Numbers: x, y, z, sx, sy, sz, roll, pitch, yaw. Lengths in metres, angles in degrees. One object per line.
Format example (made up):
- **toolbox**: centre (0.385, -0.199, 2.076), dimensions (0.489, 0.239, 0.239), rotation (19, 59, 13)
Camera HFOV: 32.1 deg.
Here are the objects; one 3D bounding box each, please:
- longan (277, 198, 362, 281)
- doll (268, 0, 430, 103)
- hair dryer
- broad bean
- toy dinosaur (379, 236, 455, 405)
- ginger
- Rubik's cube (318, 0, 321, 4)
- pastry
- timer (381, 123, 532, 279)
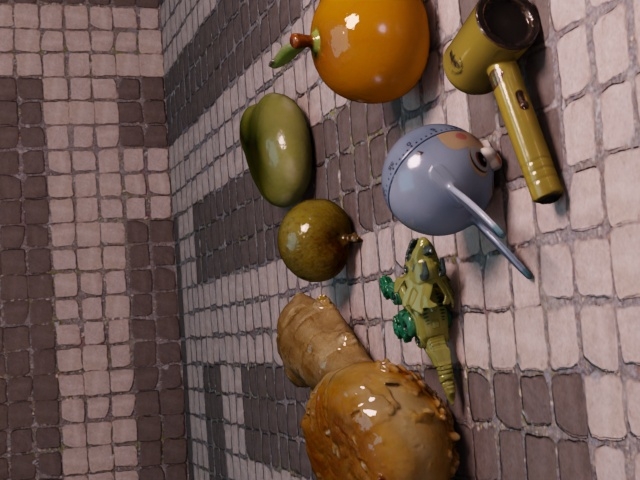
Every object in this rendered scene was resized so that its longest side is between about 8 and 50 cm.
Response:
- **longan**: centre (0.000, 0.000, 2.114), dimensions (0.176, 0.145, 0.155), rotation (6, 123, 33)
- **doll**: centre (0.051, -0.310, 1.745), dimensions (0.213, 0.236, 0.213), rotation (171, 90, -73)
- **hair dryer**: centre (0.245, -0.171, 1.438), dimensions (0.135, 0.090, 0.279), rotation (126, 132, -61)
- **broad bean**: centre (-0.095, -0.201, 2.388), dimensions (0.291, 0.119, 0.238), rotation (-118, 32, -51)
- **toy dinosaur**: centre (0.164, 0.124, 1.713), dimensions (0.153, 0.094, 0.259), rotation (170, 89, -75)
- **ginger**: centre (0.012, 0.254, 2.061), dimensions (0.375, 0.166, 0.236), rotation (-113, 42, -61)
- **Rubik's cube**: centre (0.049, -0.413, 1.963), dimensions (0.093, 0.111, 0.111), rotation (65, 175, -32)
- **pastry**: centre (0.103, 0.321, 1.752), dimensions (0.284, 0.184, 0.316), rotation (65, 154, 17)
- **timer**: centre (0.199, -0.072, 1.522), dimensions (0.255, 0.175, 0.175), rotation (20, 114, 41)
